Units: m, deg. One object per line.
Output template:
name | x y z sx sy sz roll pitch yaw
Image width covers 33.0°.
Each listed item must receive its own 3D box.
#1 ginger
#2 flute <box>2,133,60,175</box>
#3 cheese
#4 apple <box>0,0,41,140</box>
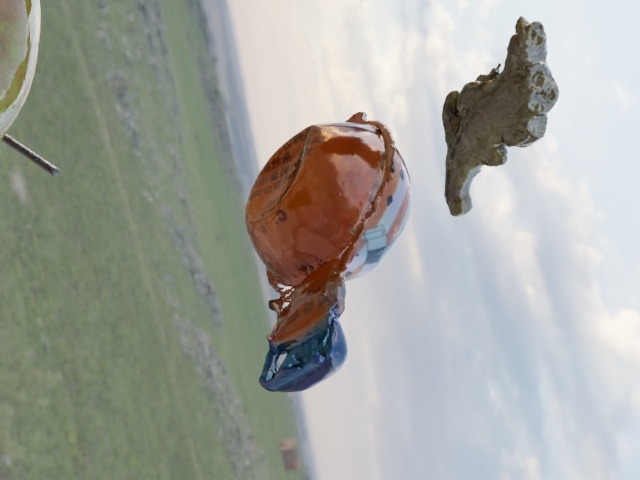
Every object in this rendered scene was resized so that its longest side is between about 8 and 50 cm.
ginger | 0.261 -0.190 1.626 0.166 0.080 0.333 67 -32 25
flute | -0.470 -0.162 1.531 0.269 0.014 0.014 33 -20 18
cheese | 0.000 0.000 1.090 0.217 0.129 0.329 -36 -147 41
apple | -0.337 -0.149 0.798 0.226 0.246 0.246 -37 -121 53
